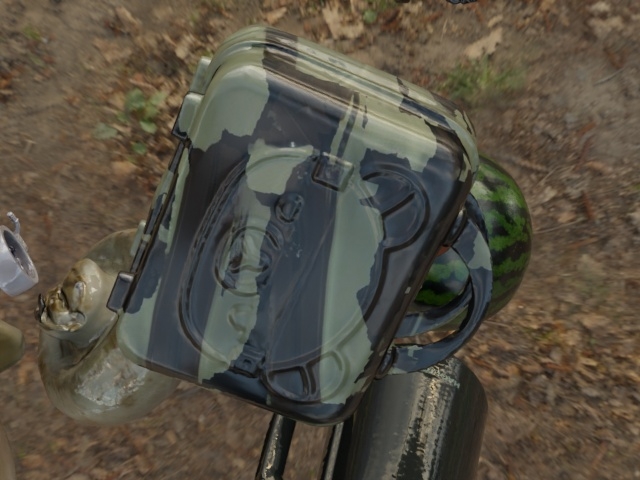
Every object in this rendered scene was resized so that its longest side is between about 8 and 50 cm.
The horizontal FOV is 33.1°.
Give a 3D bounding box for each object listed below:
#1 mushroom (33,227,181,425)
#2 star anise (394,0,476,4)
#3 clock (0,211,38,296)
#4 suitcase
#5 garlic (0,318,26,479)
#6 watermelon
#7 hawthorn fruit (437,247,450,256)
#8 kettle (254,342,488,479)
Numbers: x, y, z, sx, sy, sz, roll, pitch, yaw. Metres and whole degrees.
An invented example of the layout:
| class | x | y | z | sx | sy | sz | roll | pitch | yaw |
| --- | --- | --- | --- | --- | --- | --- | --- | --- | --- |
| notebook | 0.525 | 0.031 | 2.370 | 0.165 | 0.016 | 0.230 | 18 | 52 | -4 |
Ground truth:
| class | x | y | z | sx | sy | sz | roll | pitch | yaw |
| --- | --- | --- | --- | --- | --- | --- | --- | --- | --- |
| mushroom | -0.366 | 0.133 | 1.862 | 0.294 | 0.362 | 0.362 | 34 | 89 | -34 |
| star anise | 0.162 | -0.441 | 1.817 | 0.272 | 0.272 | 0.103 | 28 | 101 | 4 |
| clock | -0.311 | -0.009 | 1.008 | 0.041 | 0.087 | 0.129 | -30 | 119 | -1 |
| suitcase | 0.000 | 0.000 | 1.037 | 0.339 | 0.194 | 0.352 | 20 | 115 | -8 |
| garlic | -0.280 | 0.150 | 0.642 | 0.132 | 0.279 | 0.325 | -25 | 42 | 17 |
| watermelon | 0.175 | -0.007 | 1.613 | 0.285 | 0.285 | 0.285 | 0 | 87 | 3 |
| hawthorn fruit | 0.089 | -0.029 | 1.240 | 0.138 | 0.133 | 0.133 | -24 | 86 | 16 |
| kettle | 0.082 | 0.277 | 1.369 | 0.203 | 0.308 | 0.262 | -32 | 108 | 27 |
